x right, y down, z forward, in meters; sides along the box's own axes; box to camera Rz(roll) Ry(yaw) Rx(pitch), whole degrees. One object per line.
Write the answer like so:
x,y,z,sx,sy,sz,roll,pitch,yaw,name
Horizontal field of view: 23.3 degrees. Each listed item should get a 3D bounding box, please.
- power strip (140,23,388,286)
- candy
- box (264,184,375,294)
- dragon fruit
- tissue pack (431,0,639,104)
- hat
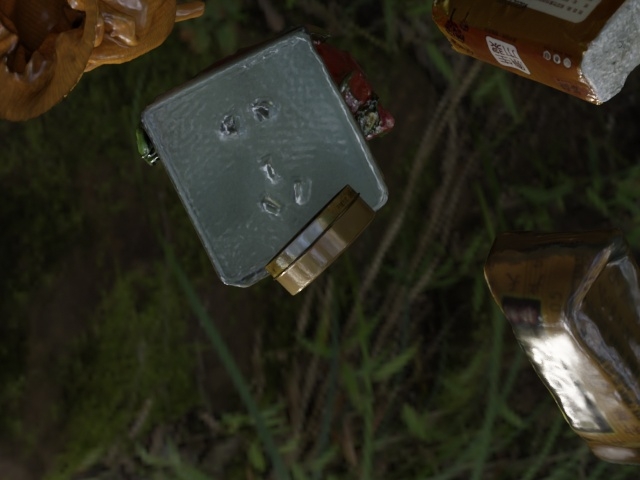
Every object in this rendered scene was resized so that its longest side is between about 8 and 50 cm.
-0.056,-0.086,1.560,0.198,0.213,0.064,-28,-166,-10,power strip
0.232,0.096,1.255,0.143,0.101,0.271,0,133,46,candy
0.000,0.000,1.328,0.105,0.037,0.105,-44,-178,2,box
-0.063,-0.130,1.746,0.269,0.200,0.198,-27,126,-18,dragon fruit
0.249,-0.250,1.588,0.183,0.226,0.092,-50,136,-10,tissue pack
-0.192,-0.227,1.465,0.233,0.234,0.244,-4,-175,-45,hat
